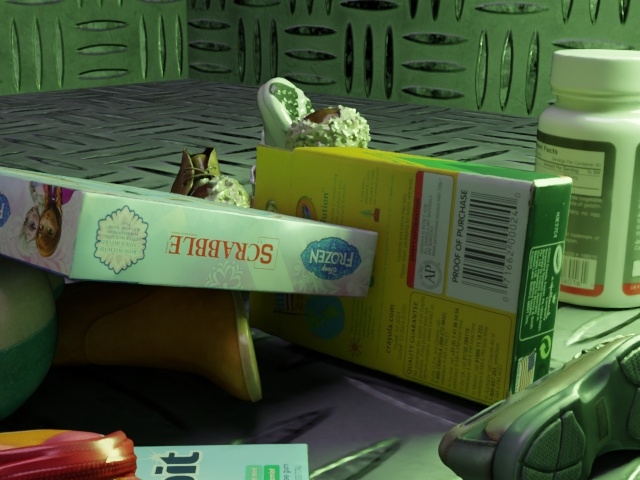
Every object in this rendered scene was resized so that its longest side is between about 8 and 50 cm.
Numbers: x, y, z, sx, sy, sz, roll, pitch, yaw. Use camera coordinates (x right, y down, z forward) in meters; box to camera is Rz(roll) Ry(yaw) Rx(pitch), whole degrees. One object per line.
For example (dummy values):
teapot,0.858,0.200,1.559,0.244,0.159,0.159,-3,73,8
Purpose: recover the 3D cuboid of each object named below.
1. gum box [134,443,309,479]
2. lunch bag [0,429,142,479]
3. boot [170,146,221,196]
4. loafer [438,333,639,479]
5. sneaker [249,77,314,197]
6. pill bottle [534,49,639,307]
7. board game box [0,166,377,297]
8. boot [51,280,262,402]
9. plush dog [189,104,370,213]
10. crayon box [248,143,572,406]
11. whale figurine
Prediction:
gum box,-0.098,0.185,0.615,0.184,0.041,0.157,0,15,-3
lunch bag,-0.216,0.171,0.412,0.293,0.120,0.258,-10,-15,-17
boot,-0.184,-0.066,1.400,0.112,0.115,0.305,0,16,-10
loafer,0.202,0.126,0.753,0.267,0.096,0.084,-16,16,-40
sneaker,-0.047,-0.096,1.299,0.118,0.292,0.110,-6,51,11
pill bottle,0.333,-0.077,1.125,0.161,0.283,0.161,1,15,0
board game box,-0.170,-0.014,0.858,0.318,0.066,0.318,12,4,43
boot,-0.177,0.093,0.878,0.211,0.104,0.295,-11,16,-14
plush dog,0.000,0.000,1.123,0.262,0.211,0.225,-34,42,-15
crayon box,0.070,0.018,0.917,0.318,0.202,0.081,14,14,38
whale figurine,-0.327,0.074,0.825,0.216,0.141,0.272,-13,20,-26
